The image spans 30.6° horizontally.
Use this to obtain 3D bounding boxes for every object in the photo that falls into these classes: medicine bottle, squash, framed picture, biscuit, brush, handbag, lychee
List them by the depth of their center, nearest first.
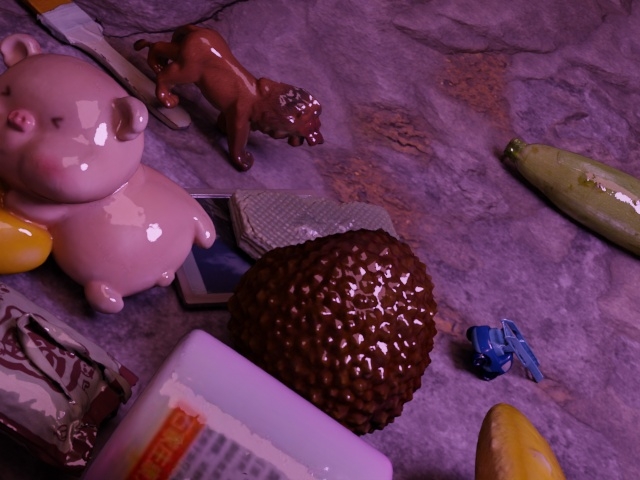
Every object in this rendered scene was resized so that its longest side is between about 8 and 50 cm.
[{"bbox_3d":[-0.041,0.285,1.250,0.388,0.219,0.219,35,42,-4],"label":"medicine bottle"},{"bbox_3d":[-0.330,0.146,1.287,0.235,0.127,0.213,36,24,-7],"label":"handbag"},{"bbox_3d":[0.020,0.118,1.434,0.267,0.267,0.267,16,44,-16],"label":"lychee"},{"bbox_3d":[-0.093,0.007,1.632,0.281,0.019,0.209,-3,52,-33],"label":"framed picture"},{"bbox_3d":[0.000,0.000,1.642,0.252,0.052,0.150,7,48,-26],"label":"biscuit"},{"bbox_3d":[-0.322,-0.277,1.769,0.336,0.020,0.085,43,42,11],"label":"brush"},{"bbox_3d":[0.478,-0.070,1.965,0.370,0.118,0.118,30,42,0],"label":"squash"}]

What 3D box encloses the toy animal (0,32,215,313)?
[{"bbox_3d":[-0.308,-0.084,1.425,0.345,0.247,0.277,41,45,10],"label":"toy animal"}]

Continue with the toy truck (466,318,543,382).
[{"bbox_3d":[0.261,0.166,1.663,0.136,0.074,0.063,51,25,-45],"label":"toy truck"}]

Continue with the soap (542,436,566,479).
[{"bbox_3d":[0.294,0.294,1.556,0.089,0.033,0.168,39,24,-55],"label":"soap"}]

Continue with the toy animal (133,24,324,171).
[{"bbox_3d":[-0.131,-0.226,1.718,0.312,0.157,0.097,41,29,-5],"label":"toy animal"}]

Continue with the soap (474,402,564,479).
[{"bbox_3d":[0.242,0.359,1.290,0.427,0.115,0.306,-78,144,-72],"label":"soap"}]
